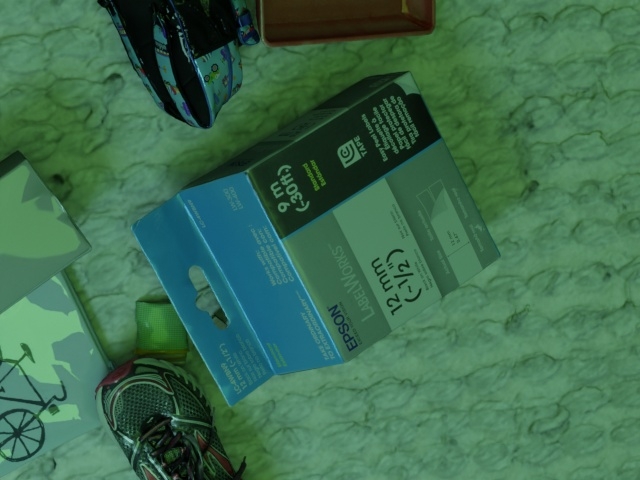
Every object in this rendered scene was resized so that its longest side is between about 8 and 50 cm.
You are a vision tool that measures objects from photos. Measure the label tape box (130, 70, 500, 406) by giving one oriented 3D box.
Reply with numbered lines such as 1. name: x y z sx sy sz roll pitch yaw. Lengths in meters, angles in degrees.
1. label tape box: 0.000 0.000 1.681 0.348 0.115 0.249 -33 106 -22

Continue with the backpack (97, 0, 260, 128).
1. backpack: -0.141 -0.215 1.626 0.117 0.158 0.173 -34 121 -24

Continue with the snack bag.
1. snack bag: -0.420 0.126 1.681 0.343 0.037 0.323 -27 106 -11

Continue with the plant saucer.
1. plant saucer: 0.019 -0.350 1.648 0.258 0.048 0.259 -11 105 -40

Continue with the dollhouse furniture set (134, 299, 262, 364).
1. dollhouse furniture set: -0.138 0.109 1.733 0.152 0.058 0.076 -3 101 -13

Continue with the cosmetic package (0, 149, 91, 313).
1. cosmetic package: -0.379 0.021 1.603 0.238 0.107 0.127 -35 108 -11

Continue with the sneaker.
1. sneaker: -0.148 0.260 1.719 0.121 0.112 0.299 -34 111 -2
